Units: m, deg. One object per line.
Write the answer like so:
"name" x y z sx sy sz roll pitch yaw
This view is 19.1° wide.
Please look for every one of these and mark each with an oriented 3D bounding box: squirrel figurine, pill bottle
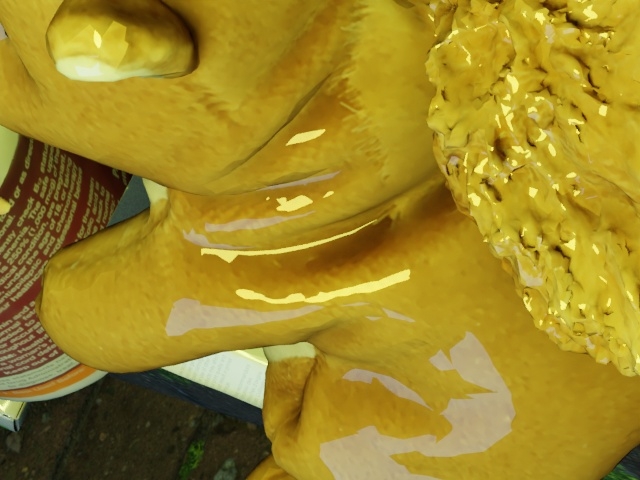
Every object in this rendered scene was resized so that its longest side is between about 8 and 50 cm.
"squirrel figurine" 0.042 -0.056 0.748 0.397 0.281 0.370 -2 145 32
"pill bottle" -0.273 -0.042 1.321 0.224 0.224 0.392 18 167 24

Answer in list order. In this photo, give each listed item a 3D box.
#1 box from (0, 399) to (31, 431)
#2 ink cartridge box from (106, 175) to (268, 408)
"box" -0.328 0.006 1.613 0.262 0.231 0.127 23 168 -3
"ink cartridge box" 0.000 0.000 1.038 0.224 0.223 0.045 21 137 0
